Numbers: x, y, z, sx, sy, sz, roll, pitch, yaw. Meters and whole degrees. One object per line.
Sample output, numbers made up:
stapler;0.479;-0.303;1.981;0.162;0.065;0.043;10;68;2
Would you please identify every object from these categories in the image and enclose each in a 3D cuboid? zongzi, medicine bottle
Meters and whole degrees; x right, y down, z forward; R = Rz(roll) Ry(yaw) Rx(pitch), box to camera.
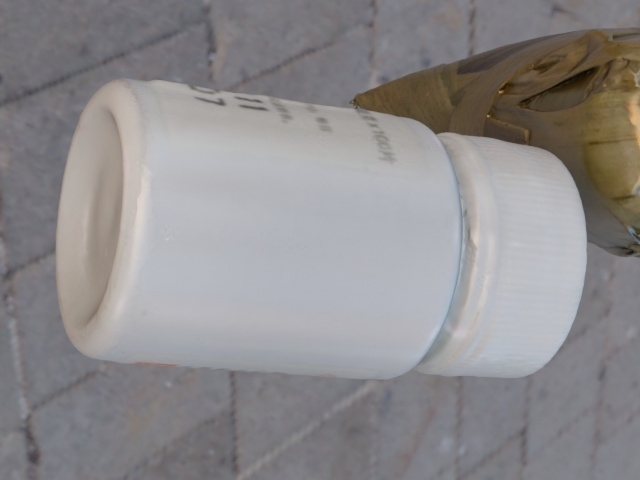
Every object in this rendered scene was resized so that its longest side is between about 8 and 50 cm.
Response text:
zongzi;0.183;-0.094;1.380;0.500;0.467;0.218;-9;102;-72
medicine bottle;0.000;0.000;1.163;0.371;0.211;0.211;6;106;-25
